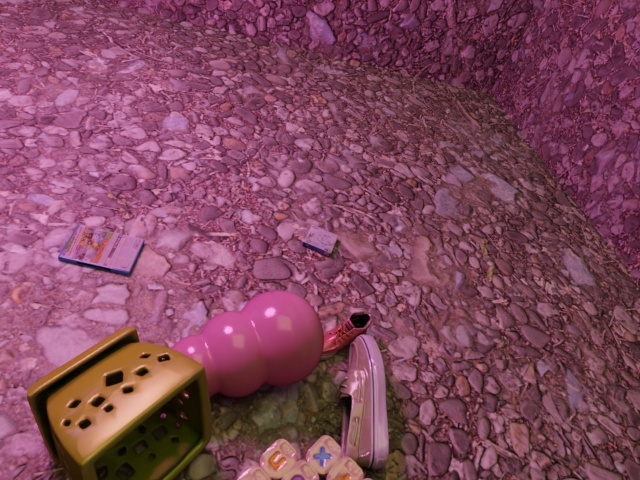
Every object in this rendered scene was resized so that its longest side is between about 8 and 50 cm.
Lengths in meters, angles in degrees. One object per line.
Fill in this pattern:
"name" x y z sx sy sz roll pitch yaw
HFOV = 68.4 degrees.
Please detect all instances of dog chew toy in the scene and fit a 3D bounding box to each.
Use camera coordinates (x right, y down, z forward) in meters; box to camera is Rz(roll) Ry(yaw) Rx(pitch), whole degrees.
"dog chew toy" -0.161 0.231 0.989 0.331 0.207 0.207 -16 54 -26

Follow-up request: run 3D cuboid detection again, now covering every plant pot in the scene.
"plant pot" -0.343 0.302 0.805 0.207 0.227 0.228 26 40 25

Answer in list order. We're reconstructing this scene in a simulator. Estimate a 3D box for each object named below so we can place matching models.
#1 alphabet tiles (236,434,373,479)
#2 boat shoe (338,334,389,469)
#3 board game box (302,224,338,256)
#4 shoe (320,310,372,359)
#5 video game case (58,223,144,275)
"alphabet tiles" -0.022 0.512 0.859 0.284 0.021 0.278 40 53 19
"boat shoe" 0.088 0.342 1.044 0.094 0.109 0.302 9 46 -12
"board game box" 0.000 0.000 1.427 0.090 0.020 0.090 23 42 1
"shoe" 0.051 0.229 1.162 0.178 0.081 0.063 -16 54 -36
"video game case" -0.540 0.022 1.170 0.166 0.015 0.119 14 43 -10
